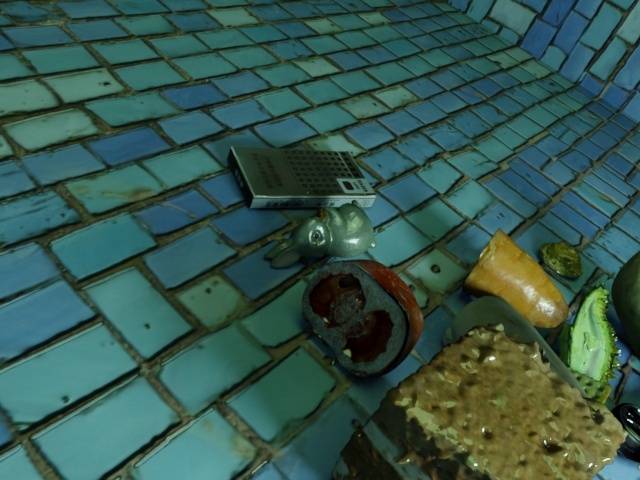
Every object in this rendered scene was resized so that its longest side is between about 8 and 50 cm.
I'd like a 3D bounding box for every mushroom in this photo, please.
[{"bbox_3d":[0.352,0.225,1.066,0.154,0.137,0.407,13,19,-16],"label":"mushroom"},{"bbox_3d":[0.734,0.189,1.304,0.212,0.217,0.292,-26,71,-33],"label":"mushroom"}]

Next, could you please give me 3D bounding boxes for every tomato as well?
[{"bbox_3d":[0.093,0.134,1.085,0.214,0.181,0.155,53,28,20],"label":"tomato"}]

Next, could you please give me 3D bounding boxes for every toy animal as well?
[{"bbox_3d":[0.006,-0.008,1.223,0.236,0.108,0.138,-21,57,-41],"label":"toy animal"}]

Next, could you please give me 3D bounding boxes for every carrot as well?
[{"bbox_3d":[0.432,0.103,1.280,0.225,0.159,0.159,39,41,18],"label":"carrot"}]

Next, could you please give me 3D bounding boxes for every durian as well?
[{"bbox_3d":[0.562,0.230,1.229,0.132,0.106,0.375,10,59,18],"label":"durian"}]

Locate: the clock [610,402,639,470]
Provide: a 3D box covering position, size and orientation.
[{"bbox_3d":[0.741,0.408,1.139,0.379,0.120,0.276,-6,45,-34],"label":"clock"}]

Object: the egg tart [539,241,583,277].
[{"bbox_3d":[0.631,0.046,1.538,0.130,0.052,0.130,17,38,-14],"label":"egg tart"}]

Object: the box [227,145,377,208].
[{"bbox_3d":[-0.041,-0.148,1.404,0.325,0.047,0.180,-2,46,-30],"label":"box"}]

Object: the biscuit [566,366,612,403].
[{"bbox_3d":[0.426,0.266,1.144,0.231,0.016,0.139,23,37,32],"label":"biscuit"}]

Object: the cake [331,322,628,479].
[{"bbox_3d":[0.203,0.305,0.829,0.282,0.290,0.256,-23,58,-42],"label":"cake"}]
